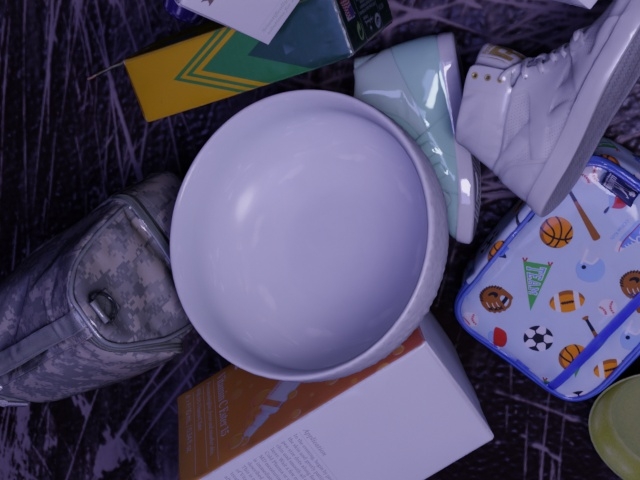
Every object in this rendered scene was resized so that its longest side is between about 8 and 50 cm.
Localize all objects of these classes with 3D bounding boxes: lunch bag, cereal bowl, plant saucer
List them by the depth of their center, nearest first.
[{"bbox_3d":[0.000,0.000,1.424,0.339,0.141,0.339,-5,80,27],"label":"cereal bowl"},{"bbox_3d":[0.328,0.037,1.472,0.243,0.115,0.303,38,117,-3],"label":"lunch bag"},{"bbox_3d":[0.457,0.240,1.518,0.241,0.037,0.241,16,135,16],"label":"plant saucer"},{"bbox_3d":[-0.290,0.082,1.550,0.305,0.256,0.212,-26,96,43],"label":"lunch bag"}]

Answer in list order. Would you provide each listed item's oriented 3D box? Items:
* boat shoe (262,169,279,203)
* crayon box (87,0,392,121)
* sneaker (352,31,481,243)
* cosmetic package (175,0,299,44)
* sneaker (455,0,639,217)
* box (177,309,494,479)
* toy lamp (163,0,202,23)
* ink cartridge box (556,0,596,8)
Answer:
[{"bbox_3d":[-0.040,-0.005,1.566,0.094,0.109,0.302,5,109,12],"label":"boat shoe"},{"bbox_3d":[-0.091,-0.228,1.442,0.318,0.202,0.081,-14,106,22],"label":"crayon box"},{"bbox_3d":[0.111,-0.114,1.483,0.151,0.094,0.256,-9,98,13],"label":"sneaker"},{"bbox_3d":[-0.144,-0.401,1.308,0.197,0.155,0.365,-51,58,16],"label":"cosmetic package"},{"bbox_3d":[0.244,-0.184,1.314,0.169,0.108,0.292,41,127,21],"label":"sneaker"},{"bbox_3d":[0.008,0.220,1.513,0.345,0.215,0.168,-32,114,8],"label":"box"},{"bbox_3d":[-0.116,-0.390,1.456,0.080,0.080,0.274,29,113,4],"label":"toy lamp"},{"bbox_3d":[0.267,-0.423,1.227,0.223,0.129,0.307,36,97,-18],"label":"ink cartridge box"}]
